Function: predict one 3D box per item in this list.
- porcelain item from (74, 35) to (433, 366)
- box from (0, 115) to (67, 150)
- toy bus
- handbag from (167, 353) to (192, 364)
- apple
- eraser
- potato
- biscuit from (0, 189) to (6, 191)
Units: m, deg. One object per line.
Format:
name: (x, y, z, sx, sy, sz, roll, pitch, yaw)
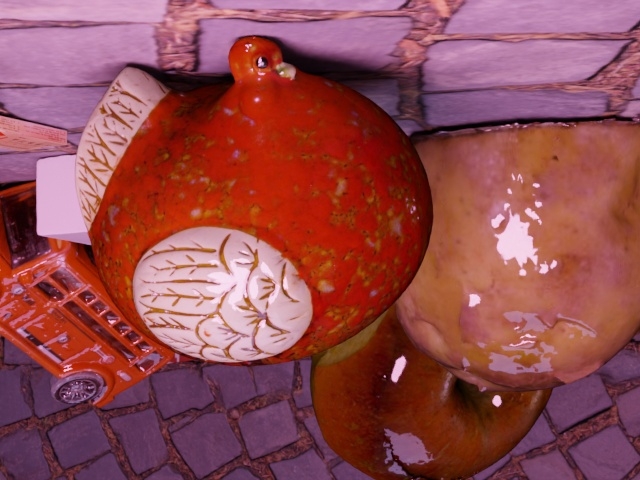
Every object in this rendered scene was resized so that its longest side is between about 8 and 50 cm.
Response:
porcelain item: (-0.047, -0.043, 0.899, 0.253, 0.253, 0.253, -2, 173, 0)
box: (-0.265, -0.090, 1.068, 0.058, 0.015, 0.093, -4, 174, 31)
toy bus: (-0.295, 0.045, 1.376, 0.153, 0.143, 0.329, -28, 140, 8)
handbag: (-0.171, 0.084, 1.738, 0.151, 0.171, 0.298, -7, -177, 35)
apple: (0.138, 0.157, 1.823, 0.384, 0.374, 0.374, -30, -177, -20)
eraser: (-0.182, -0.029, 1.336, 0.076, 0.078, 0.298, -4, 173, 22)
potato: (0.217, 0.024, 1.217, 0.289, 0.237, 0.301, -8, 171, 38)
biscuit: (-0.315, -0.015, 1.529, 0.277, 0.052, 0.262, 1, 172, -21)
